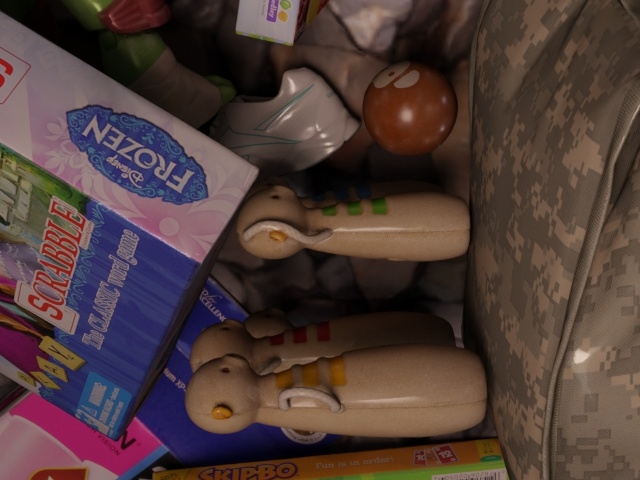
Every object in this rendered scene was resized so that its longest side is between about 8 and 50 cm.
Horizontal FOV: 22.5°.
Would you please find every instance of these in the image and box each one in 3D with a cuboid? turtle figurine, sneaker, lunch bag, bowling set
[{"bbox_3d":[-0.145,-0.195,0.884,0.197,0.275,0.266,-21,117,1],"label":"turtle figurine"},{"bbox_3d":[-0.050,-0.056,1.001,0.152,0.054,0.061,-31,100,20],"label":"sneaker"},{"bbox_3d":[0.165,-0.010,0.833,0.169,0.235,0.287,-5,119,-4],"label":"lunch bag"},{"bbox_3d":[0.000,0.000,0.923,0.154,0.287,0.200,-1,90,-4],"label":"bowling set"}]

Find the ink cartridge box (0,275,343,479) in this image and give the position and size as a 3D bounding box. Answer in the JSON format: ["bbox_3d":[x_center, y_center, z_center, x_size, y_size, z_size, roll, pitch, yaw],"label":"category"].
[{"bbox_3d":[-0.164,0.177,1.155,0.176,0.069,0.371,46,118,-10],"label":"ink cartridge box"}]

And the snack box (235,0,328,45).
[{"bbox_3d":[-0.007,-0.190,0.881,0.037,0.100,0.141,15,121,9],"label":"snack box"}]

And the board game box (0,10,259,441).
[{"bbox_3d":[-0.213,-0.034,0.898,0.318,0.066,0.319,31,153,0],"label":"board game box"}]

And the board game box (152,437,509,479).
[{"bbox_3d":[-0.001,0.203,1.084,0.259,0.039,0.124,-6,118,-6],"label":"board game box"}]
